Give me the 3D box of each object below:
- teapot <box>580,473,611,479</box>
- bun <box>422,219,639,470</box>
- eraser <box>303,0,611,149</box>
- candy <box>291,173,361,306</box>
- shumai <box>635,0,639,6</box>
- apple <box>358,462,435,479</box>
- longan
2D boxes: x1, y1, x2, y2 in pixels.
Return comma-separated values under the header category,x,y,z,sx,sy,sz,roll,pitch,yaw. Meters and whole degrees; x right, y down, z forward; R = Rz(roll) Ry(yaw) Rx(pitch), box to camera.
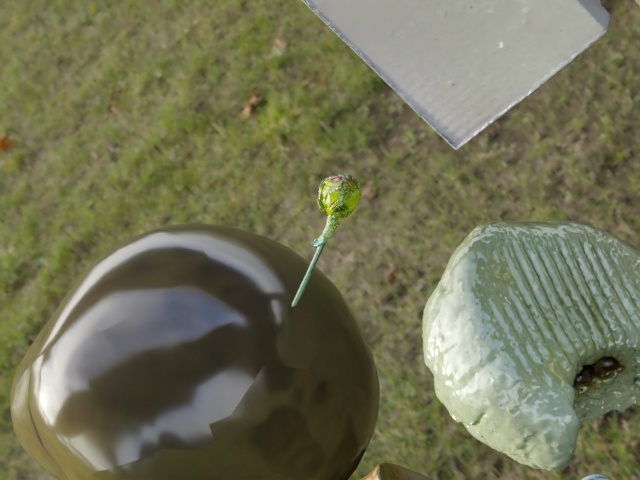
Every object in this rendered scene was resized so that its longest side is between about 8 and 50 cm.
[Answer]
category,x,y,z,sx,sy,sz,roll,pitch,yaw
teapot,0.230,0.335,1.240,0.232,0.159,0.159,-23,32,-5
bun,0.175,0.086,0.858,0.126,0.213,0.203,114,161,-54
eraser,0.050,-0.125,0.536,0.104,0.150,0.023,-38,14,39
candy,0.000,0.000,0.961,0.035,0.035,0.122,24,92,38
shumai,0.302,-0.234,0.676,0.256,0.218,0.189,8,33,28
apple,0.165,0.443,1.395,0.295,0.365,0.329,-55,6,-24
longan,-0.132,0.153,1.180,0.405,0.405,0.336,-13,76,39
